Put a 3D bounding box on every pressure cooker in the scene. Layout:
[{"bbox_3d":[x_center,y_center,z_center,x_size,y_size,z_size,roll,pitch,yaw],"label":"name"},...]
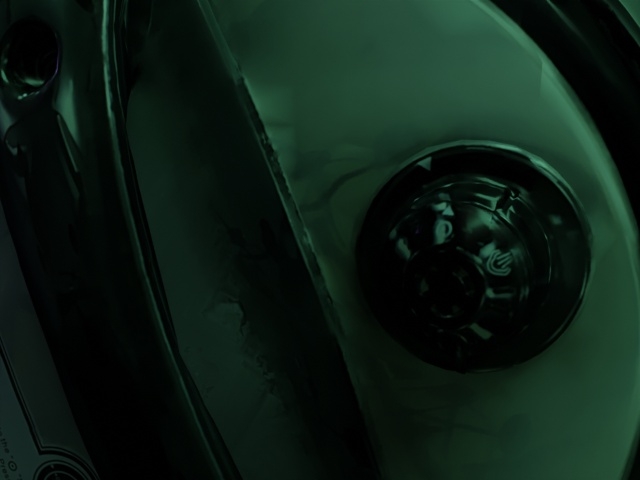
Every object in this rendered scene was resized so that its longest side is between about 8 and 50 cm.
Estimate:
[{"bbox_3d":[0.005,-0.003,0.591,0.369,0.376,0.420,31,22,9],"label":"pressure cooker"}]
